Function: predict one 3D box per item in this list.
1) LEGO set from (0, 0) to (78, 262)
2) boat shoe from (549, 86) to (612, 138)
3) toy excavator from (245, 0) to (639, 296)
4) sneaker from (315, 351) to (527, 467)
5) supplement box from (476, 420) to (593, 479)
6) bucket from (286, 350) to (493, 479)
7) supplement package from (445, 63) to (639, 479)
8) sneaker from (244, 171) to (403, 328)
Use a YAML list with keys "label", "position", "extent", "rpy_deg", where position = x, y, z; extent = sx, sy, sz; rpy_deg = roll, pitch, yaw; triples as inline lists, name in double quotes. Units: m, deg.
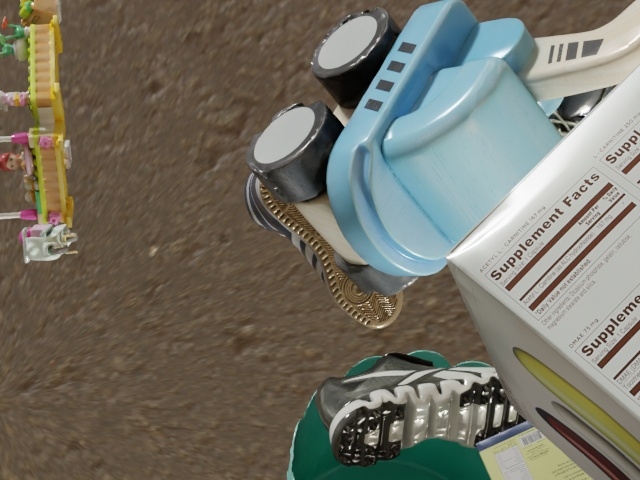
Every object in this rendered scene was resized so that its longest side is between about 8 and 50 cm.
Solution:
- label: "LEGO set"
  position: [-0.301, -0.118, 1.311]
  extent: [0.107, 0.132, 0.287]
  rpy_deg: [-4, 96, -6]
- label: "boat shoe"
  position: [0.321, -0.155, 1.869]
  extent: [0.095, 0.254, 0.079]
  rpy_deg: [30, 44, -11]
- label: "toy excavator"
  position: [0.210, -0.155, 1.404]
  extent: [0.222, 0.445, 0.433]
  rpy_deg: [49, 58, -32]
- label: "sneaker"
  position: [0.098, 0.139, 1.216]
  extent: [0.234, 0.106, 0.078]
  rpy_deg: [-5, 117, -25]
- label: "supplement box"
  position: [0.186, 0.197, 1.123]
  extent: [0.083, 0.056, 0.083]
  rpy_deg: [-25, 59, 5]
- label: "bucket"
  position: [0.087, 0.261, 1.279]
  extent: [0.281, 0.183, 0.281]
  rpy_deg: [7, 49, -9]
- label: "supplement package"
  position: [0.191, 0.057, 0.595]
  extent: [0.149, 0.194, 0.203]
  rpy_deg: [-43, 58, -7]
- label: "sneaker"
  position: [0.000, 0.000, 1.888]
  extent: [0.099, 0.153, 0.282]
  rpy_deg: [-42, 105, -11]
